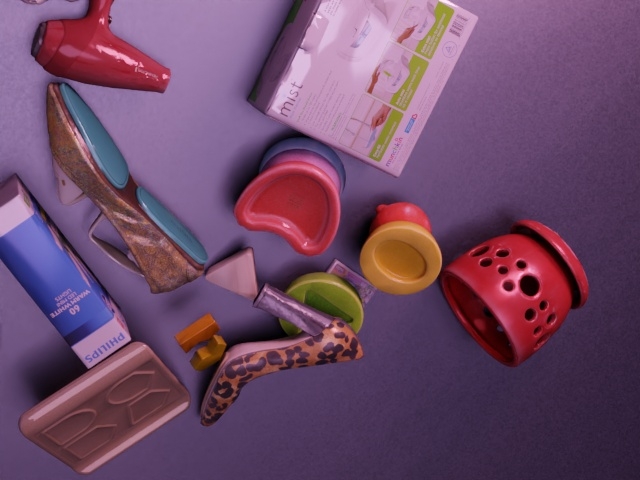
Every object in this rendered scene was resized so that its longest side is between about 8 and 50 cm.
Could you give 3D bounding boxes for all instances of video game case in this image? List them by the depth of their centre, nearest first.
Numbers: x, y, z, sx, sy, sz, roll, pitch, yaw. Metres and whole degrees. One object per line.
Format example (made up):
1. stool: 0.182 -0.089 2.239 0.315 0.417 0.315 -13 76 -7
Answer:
1. video game case: 0.023 0.101 1.814 0.087 0.011 0.122 34 94 -23

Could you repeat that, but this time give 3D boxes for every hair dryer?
1. hair dryer: -0.300 -0.317 1.555 0.224 0.080 0.293 -33 113 -6

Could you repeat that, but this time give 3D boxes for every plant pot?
1. plant pot: 0.310 0.077 1.806 0.174 0.191 0.191 -35 113 -14

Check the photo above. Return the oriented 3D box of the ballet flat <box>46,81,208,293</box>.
1. ballet flat: -0.300 -0.059 1.618 0.123 0.123 0.348 -39 113 -3

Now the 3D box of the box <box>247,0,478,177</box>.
1. box: 0.058 -0.260 1.658 0.231 0.127 0.262 23 98 -21

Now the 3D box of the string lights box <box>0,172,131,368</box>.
1. string lights box: -0.376 0.042 1.605 0.077 0.133 0.259 -35 113 -4

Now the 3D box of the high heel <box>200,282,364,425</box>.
1. high heel: -0.062 0.212 1.744 0.186 0.093 0.261 28 108 -6

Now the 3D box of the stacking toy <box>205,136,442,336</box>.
1. stacking toy: 0.000 0.000 1.746 0.309 0.130 0.279 33 120 -15

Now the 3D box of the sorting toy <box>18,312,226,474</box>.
1. sorting toy: -0.273 0.220 1.692 0.307 0.041 0.229 -33 150 -6
